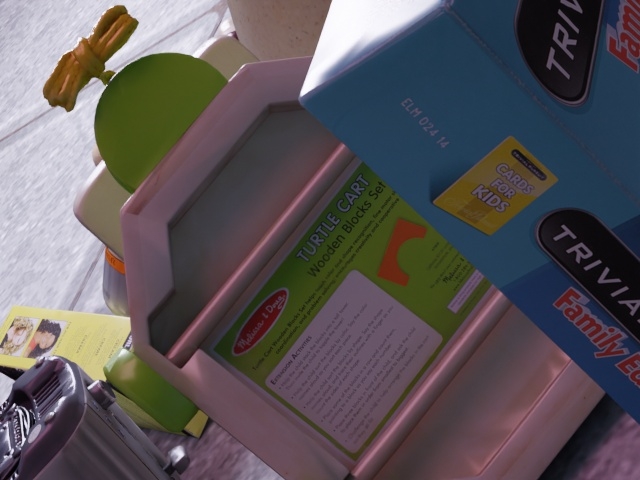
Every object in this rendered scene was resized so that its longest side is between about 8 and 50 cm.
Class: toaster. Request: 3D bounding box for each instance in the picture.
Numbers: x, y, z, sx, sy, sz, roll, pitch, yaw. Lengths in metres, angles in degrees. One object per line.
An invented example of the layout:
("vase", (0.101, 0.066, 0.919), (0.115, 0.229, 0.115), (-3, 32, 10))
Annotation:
("toaster", (-0.192, 0.200, 1.305), (0.227, 0.146, 0.129), (-45, 22, 5))

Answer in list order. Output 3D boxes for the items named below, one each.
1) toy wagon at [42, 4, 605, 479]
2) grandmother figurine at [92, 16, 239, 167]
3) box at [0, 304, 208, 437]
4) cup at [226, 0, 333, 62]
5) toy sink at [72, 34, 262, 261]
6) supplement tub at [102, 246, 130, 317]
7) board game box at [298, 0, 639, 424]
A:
("toy wagon", (0.000, 0.000, 1.069), (0.267, 0.344, 0.068), (-50, -8, -8))
("grandmother figurine", (-0.102, -0.092, 1.658), (0.342, 0.104, 0.208), (-161, 86, -69))
("box", (-0.168, 0.097, 1.485), (0.232, 0.087, 0.058), (0, 59, 57))
("cup", (0.065, -0.187, 1.366), (0.331, 0.237, 0.331), (-38, 24, 20))
("toy sink", (-0.007, 0.004, 1.185), (0.153, 0.234, 0.131), (-50, 22, -9))
("supplement tub", (-0.099, -0.034, 1.452), (0.117, 0.117, 0.190), (-114, 29, -66))
("board game box", (0.155, -0.044, 0.847), (0.079, 0.336, 0.254), (-31, 28, 34))
